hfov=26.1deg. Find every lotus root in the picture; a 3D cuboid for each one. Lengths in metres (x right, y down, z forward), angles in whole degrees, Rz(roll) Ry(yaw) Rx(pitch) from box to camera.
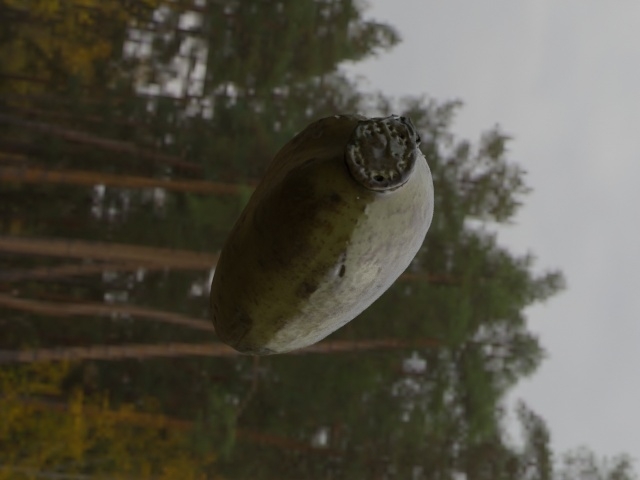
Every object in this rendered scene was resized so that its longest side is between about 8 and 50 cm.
[{"bbox_3d":[0.000,0.000,0.674,0.179,0.080,0.089,-52,-171,49],"label":"lotus root"}]
